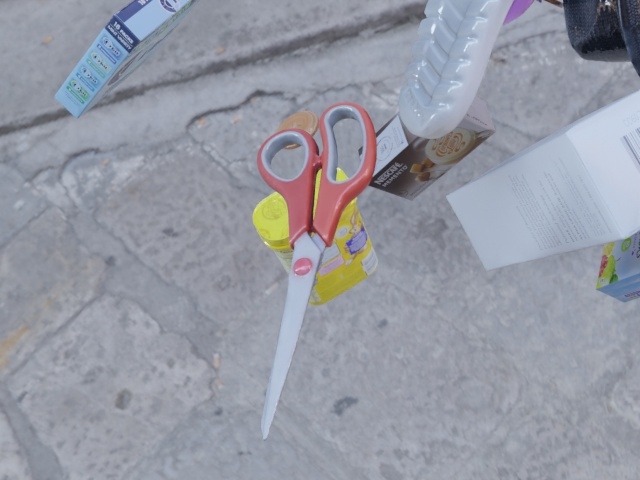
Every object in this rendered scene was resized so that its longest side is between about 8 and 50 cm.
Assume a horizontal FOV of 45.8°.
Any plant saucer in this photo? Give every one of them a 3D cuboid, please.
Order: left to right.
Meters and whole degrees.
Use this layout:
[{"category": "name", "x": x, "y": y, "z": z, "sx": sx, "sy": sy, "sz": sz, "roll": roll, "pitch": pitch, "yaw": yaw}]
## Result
[{"category": "plant saucer", "x": -0.041, "y": -0.191, "z": 1.293, "sx": 0.084, "sy": 0.013, "sz": 0.083, "roll": -18, "pitch": 47, "yaw": 21}]

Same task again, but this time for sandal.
[{"category": "sandal", "x": 0.225, "y": -0.320, "z": 0.961, "sx": 0.416, "sy": 0.102, "sz": 0.169, "roll": -63, "pitch": 33, "yaw": 18}]

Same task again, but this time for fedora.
[{"category": "fedora", "x": 0.477, "y": -0.391, "z": 1.182, "sx": 0.153, "sy": 0.334, "sz": 0.334, "roll": 3, "pitch": 57, "yaw": 45}]

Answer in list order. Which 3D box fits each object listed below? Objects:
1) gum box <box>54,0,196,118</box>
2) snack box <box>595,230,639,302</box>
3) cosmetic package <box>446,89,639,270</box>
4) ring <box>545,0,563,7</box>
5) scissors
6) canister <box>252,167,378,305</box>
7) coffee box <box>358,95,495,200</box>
[{"category": "gum box", "x": -0.218, "y": -0.238, "z": 0.892, "sx": 0.184, "sy": 0.041, "sz": 0.157, "roll": -30, "pitch": 19, "yaw": 47}, {"category": "snack box", "x": 0.564, "y": -0.015, "z": 1.285, "sx": 0.070, "sy": 0.174, "sz": 0.207, "roll": 24, "pitch": 66, "yaw": -12}, {"category": "cosmetic package", "x": 0.370, "y": -0.085, "z": 1.109, "sx": 0.217, "sy": 0.385, "sz": 0.156, "roll": -28, "pitch": 88, "yaw": -14}, {"category": "ring", "x": 0.253, "y": -0.467, "z": 1.251, "sx": 0.336, "sy": 0.337, "sz": 0.032, "roll": 45, "pitch": 119, "yaw": 40}, {"category": "scissors", "x": -0.001, "y": 0.005, "z": 0.590, "sx": 0.109, "sy": 0.021, "sz": 0.297, "roll": -13, "pitch": 51, "yaw": 14}, {"category": "canister", "x": 0.000, "y": 0.000, "z": 0.964, "sx": 0.126, "sy": 0.170, "sz": 0.073, "roll": -31, "pitch": 53, "yaw": -4}, {"category": "coffee box", "x": 0.209, "y": -0.200, "z": 1.535, "sx": 0.246, "sy": 0.141, "sz": 0.098, "roll": -40, "pitch": 46, "yaw": 37}]
